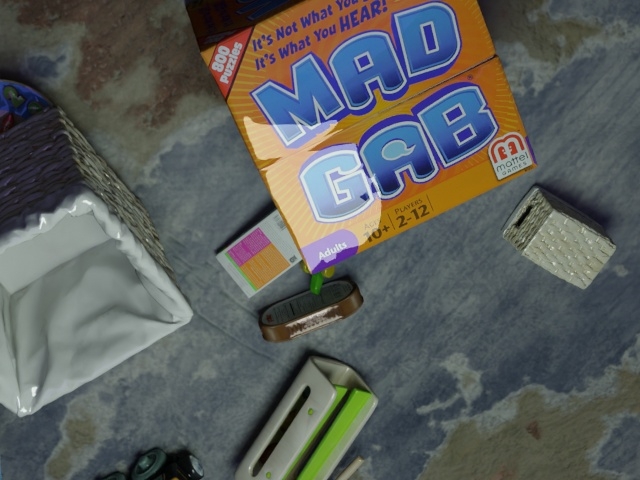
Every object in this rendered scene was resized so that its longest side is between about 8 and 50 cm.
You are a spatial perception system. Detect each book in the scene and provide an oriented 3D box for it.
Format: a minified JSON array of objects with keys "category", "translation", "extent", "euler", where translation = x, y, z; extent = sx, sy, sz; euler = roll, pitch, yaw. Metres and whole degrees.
[{"category":"book","translation":[-0.096,0.019,1.737],"extent":[0.144,0.035,0.096],"euler":[-36,103,19]}]

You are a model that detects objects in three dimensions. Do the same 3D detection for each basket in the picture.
[{"category":"basket","translation":[0.428,-0.002,1.807],"extent":[0.167,0.103,0.113],"euler":[27,106,-21]},{"category":"basket","translation":[-0.422,0.027,1.523],"extent":[0.331,0.266,0.328],"euler":[-29,137,3]}]

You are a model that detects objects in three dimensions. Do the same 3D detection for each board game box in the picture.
[{"category":"board game box","translation":[0.046,-0.234,1.498],"extent":[0.357,0.356,0.356],"euler":[-26,115,0]}]

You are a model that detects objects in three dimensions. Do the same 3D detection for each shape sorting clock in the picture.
[{"category":"shape sorting clock","translation":[-0.496,-0.149,1.581],"extent":[0.206,0.040,0.206],"euler":[-1,107,-5]}]

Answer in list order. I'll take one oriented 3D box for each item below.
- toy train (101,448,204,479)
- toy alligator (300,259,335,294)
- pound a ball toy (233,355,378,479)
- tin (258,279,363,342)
[{"category":"toy train","translation":[-0.352,0.515,1.830],"extent":[0.334,0.190,0.142],"euler":[-33,114,4]},{"category":"toy alligator","translation":[0.000,0.000,1.761],"extent":[0.051,0.056,0.189],"euler":[-23,116,-51]},{"category":"pound a ball toy","translation":[-0.021,0.378,1.887],"extent":[0.208,0.136,0.319],"euler":[18,110,-44]},{"category":"tin","translation":[-0.018,0.121,1.776],"extent":[0.190,0.106,0.040],"euler":[-22,107,-2]}]
